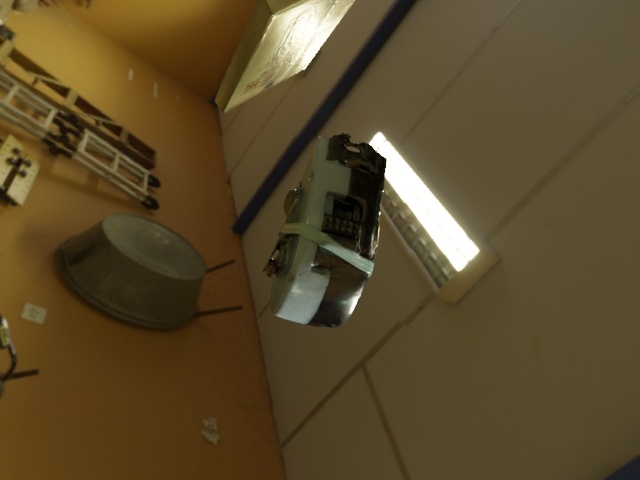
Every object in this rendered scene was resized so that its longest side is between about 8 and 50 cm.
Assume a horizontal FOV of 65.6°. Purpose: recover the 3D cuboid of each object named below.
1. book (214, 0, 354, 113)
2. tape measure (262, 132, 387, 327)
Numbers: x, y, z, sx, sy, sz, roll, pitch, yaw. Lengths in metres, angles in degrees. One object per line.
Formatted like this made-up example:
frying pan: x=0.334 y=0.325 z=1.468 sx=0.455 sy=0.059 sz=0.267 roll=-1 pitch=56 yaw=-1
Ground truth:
book: x=-0.040 y=-0.245 z=0.610 sx=0.161 sy=0.026 sz=0.231 roll=-37 pitch=-175 yaw=-25
tape measure: x=-0.001 y=0.004 z=0.560 sx=0.182 sy=0.107 sz=0.180 roll=123 pitch=-20 yaw=-57
